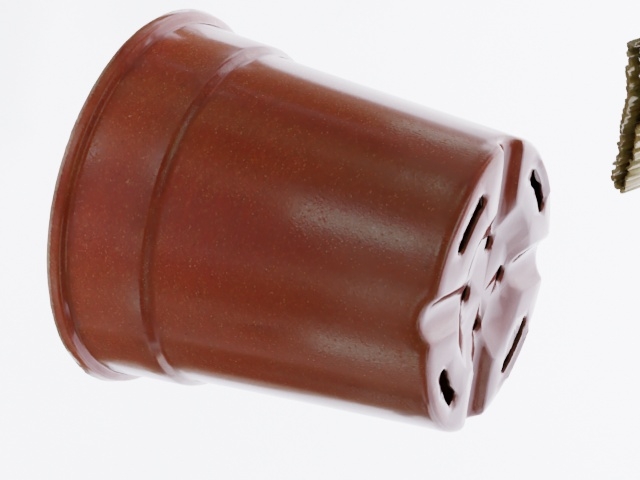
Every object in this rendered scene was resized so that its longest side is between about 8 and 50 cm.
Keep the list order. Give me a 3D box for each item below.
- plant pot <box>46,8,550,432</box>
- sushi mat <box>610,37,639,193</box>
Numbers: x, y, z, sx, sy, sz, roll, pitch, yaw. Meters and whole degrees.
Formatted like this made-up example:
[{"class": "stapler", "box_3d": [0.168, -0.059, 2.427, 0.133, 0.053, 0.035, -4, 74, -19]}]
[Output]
[{"class": "plant pot", "box_3d": [0.000, 0.000, 1.304, 0.265, 0.272, 0.272, 15, -67, 24]}, {"class": "sushi mat", "box_3d": [0.314, -0.115, 1.076, 0.151, 0.317, 0.019, 86, -17, -59]}]
